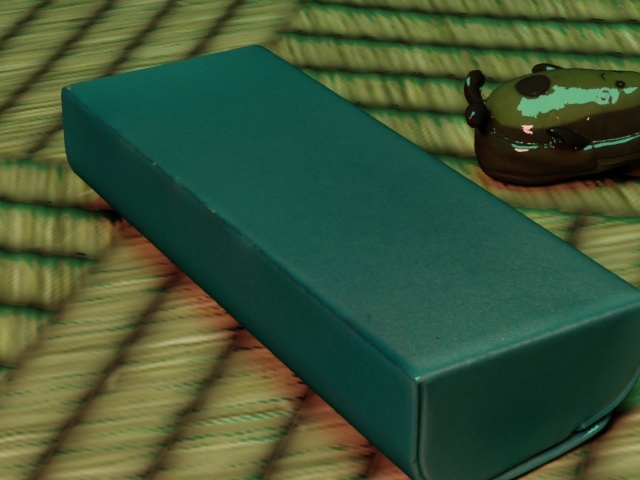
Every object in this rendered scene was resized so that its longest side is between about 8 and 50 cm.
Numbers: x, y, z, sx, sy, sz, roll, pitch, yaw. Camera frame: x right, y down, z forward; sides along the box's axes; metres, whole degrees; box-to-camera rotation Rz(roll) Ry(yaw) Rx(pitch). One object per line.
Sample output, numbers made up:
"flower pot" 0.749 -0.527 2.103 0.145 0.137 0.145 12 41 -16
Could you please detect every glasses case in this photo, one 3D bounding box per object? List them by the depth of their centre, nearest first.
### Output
"glasses case" 0.001 0.000 0.729 0.117 0.070 0.301 -16 32 -27

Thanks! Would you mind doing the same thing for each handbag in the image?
"handbag" 0.127 -0.060 0.816 0.111 0.047 0.072 -5 33 5
